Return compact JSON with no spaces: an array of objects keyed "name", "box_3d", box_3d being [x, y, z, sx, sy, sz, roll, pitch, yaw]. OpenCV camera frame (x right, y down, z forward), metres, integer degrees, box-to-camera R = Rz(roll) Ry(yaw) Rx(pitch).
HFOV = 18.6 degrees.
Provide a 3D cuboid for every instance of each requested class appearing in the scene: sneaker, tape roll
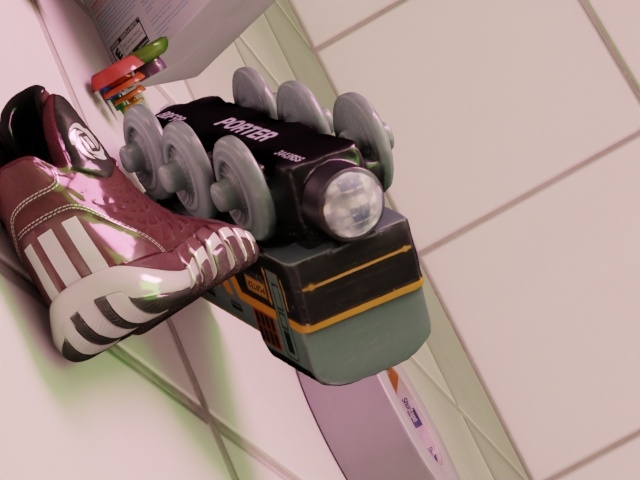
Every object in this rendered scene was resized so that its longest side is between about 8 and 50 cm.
[{"name":"sneaker","box_3d":[-0.130,-0.026,1.220,0.162,0.106,0.281,58,8,1]},{"name":"tape roll","box_3d":[0.058,0.180,1.866,0.219,0.072,0.219,60,7,-13]}]

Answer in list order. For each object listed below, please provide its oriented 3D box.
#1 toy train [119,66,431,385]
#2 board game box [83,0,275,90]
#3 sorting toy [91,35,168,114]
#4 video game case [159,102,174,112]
[{"name":"toy train","box_3d":[-0.039,-0.015,1.453,0.334,0.142,0.190,22,-50,61]},{"name":"board game box","box_3d":[-0.148,-0.319,1.719,0.097,0.224,0.303,-15,75,-42]},{"name":"sorting toy","box_3d":[-0.156,-0.133,1.630,0.042,0.061,0.102,60,30,-8]},{"name":"video game case","box_3d":[-0.102,-0.039,1.814,0.143,0.019,0.157,56,9,-29]}]
